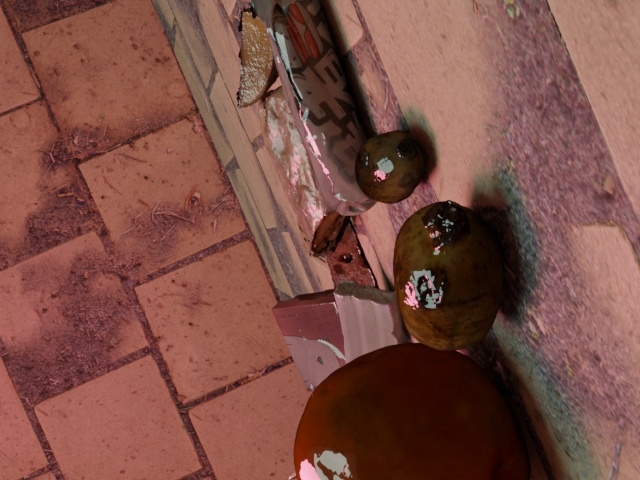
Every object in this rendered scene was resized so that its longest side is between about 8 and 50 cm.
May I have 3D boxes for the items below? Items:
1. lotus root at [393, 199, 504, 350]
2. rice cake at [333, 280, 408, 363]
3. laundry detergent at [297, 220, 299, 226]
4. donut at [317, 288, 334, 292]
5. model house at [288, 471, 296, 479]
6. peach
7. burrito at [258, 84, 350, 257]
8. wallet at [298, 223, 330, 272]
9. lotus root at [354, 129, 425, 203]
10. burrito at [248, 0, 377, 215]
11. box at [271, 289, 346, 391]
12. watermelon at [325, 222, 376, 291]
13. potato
[{"bbox_3d":[0.146,0.037,1.154,0.260,0.128,0.145,83,170,-58],"label":"lotus root"},{"bbox_3d":[0.097,0.179,1.839,0.127,0.043,0.237,12,133,22],"label":"rice cake"},{"bbox_3d":[-0.027,-0.073,2.142,0.097,0.049,0.165,59,166,27],"label":"laundry detergent"},{"bbox_3d":[0.048,0.194,2.307,0.190,0.074,0.174,-122,11,-64],"label":"donut"},{"bbox_3d":[0.089,0.465,2.011,0.358,0.313,0.242,83,163,-65],"label":"model house"},{"bbox_3d":[0.135,0.311,1.361,0.301,0.343,0.343,-15,102,37],"label":"peach"},{"bbox_3d":[-0.018,-0.118,1.759,0.175,0.107,0.348,24,134,68],"label":"burrito"},{"bbox_3d":[0.000,0.000,2.091,0.110,0.039,0.155,33,154,29],"label":"wallet"},{"bbox_3d":[0.088,-0.095,1.294,0.089,0.080,0.179,64,171,6],"label":"lotus root"},{"bbox_3d":[-0.011,-0.230,1.464,0.139,0.101,0.445,-100,-9,-67],"label":"burrito"},{"bbox_3d":[0.025,0.211,2.146,0.215,0.086,0.215,-12,106,47],"label":"box"},{"bbox_3d":[0.055,0.061,1.939,0.154,0.094,0.241,-109,-1,-73],"label":"watermelon"},{"bbox_3d":[-0.084,-0.311,1.719,0.100,0.089,0.172,-20,-63,-62],"label":"potato"}]
